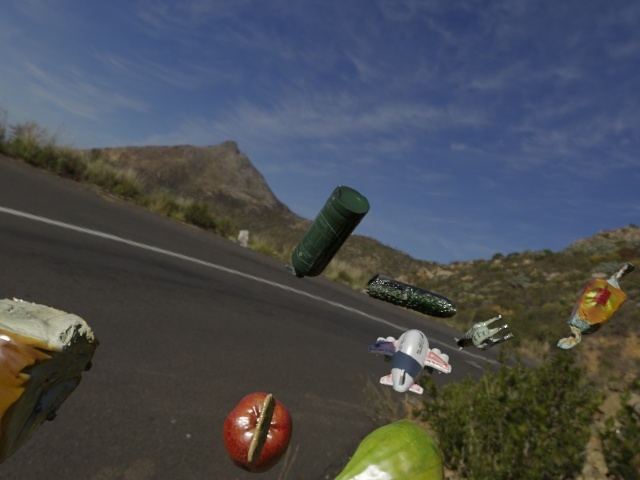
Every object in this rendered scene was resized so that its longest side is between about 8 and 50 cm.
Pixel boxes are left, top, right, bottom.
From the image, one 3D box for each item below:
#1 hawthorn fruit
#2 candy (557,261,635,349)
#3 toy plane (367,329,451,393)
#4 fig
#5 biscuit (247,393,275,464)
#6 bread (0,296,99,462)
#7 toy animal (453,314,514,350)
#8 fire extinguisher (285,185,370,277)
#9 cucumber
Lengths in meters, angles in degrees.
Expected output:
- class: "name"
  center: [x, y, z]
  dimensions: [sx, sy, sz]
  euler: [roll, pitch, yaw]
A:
- class: "hawthorn fruit"
  center: [-0.239, 0.756, 1.839]
  dimensions: [0.275, 0.300, 0.275]
  euler: [2, 29, -1]
- class: "candy"
  center: [0.410, 0.092, 0.705]
  dimensions: [0.046, 0.182, 0.053]
  euler: [49, -19, -1]
- class: "toy plane"
  center: [0.266, 0.361, 1.433]
  dimensions: [0.252, 0.118, 0.252]
  euler: [0, 31, 0]
- class: "fig"
  center: [0.150, 0.578, 1.143]
  dimensions: [0.233, 0.314, 0.233]
  euler: [53, -22, 32]
- class: "biscuit"
  center: [-0.125, 0.406, 1.026]
  dimensions: [0.018, 0.147, 0.071]
  euler: [9, -26, 17]
- class: "bread"
  center: [-0.585, 0.252, 0.858]
  dimensions: [0.250, 0.279, 0.225]
  euler: [16, -8, 15]
- class: "toy animal"
  center: [0.505, 0.304, 1.492]
  dimensions: [0.073, 0.176, 0.217]
  euler: [57, 13, 5]
- class: "fire extinguisher"
  center: [0.000, 0.000, 1.189]
  dimensions: [0.095, 0.311, 0.114]
  euler: [-8, 53, -43]
- class: "cucumber"
  center: [0.226, 0.141, 1.155]
  dimensions: [0.245, 0.067, 0.067]
  euler: [16, -8, 41]
